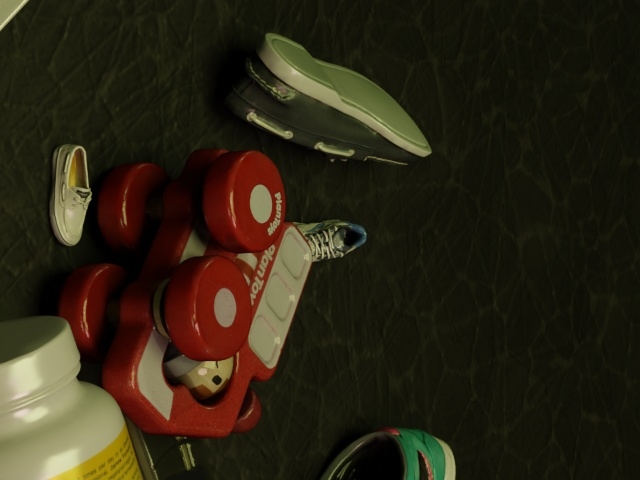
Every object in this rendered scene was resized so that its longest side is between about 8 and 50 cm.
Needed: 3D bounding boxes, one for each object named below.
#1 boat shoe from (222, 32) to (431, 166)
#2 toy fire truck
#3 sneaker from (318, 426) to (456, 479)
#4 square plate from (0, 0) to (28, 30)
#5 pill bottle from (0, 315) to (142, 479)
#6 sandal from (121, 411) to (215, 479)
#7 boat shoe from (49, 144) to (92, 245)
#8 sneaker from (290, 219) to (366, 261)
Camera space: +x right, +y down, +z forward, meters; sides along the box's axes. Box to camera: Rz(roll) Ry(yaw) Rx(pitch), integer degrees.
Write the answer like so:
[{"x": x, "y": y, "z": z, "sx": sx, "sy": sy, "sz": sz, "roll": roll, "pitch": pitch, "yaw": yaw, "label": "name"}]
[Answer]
[{"x": 0.009, "y": -0.141, "z": 1.865, "sx": 0.302, "sy": 0.091, "sz": 0.114, "roll": 26, "pitch": 26, "yaw": -44, "label": "boat shoe"}, {"x": -0.109, "y": 0.065, "z": 1.653, "sx": 0.254, "sy": 0.169, "sz": 0.302, "roll": 51, "pitch": 45, "yaw": -42, "label": "toy fire truck"}, {"x": 0.068, "y": 0.343, "z": 1.892, "sx": 0.178, "sy": 0.124, "sz": 0.295, "roll": 35, "pitch": 56, "yaw": -48, "label": "sneaker"}, {"x": -0.365, "y": -0.329, "z": 1.423, "sx": 0.347, "sy": 0.049, "sz": 0.344, "roll": -51, "pitch": 126, "yaw": -18, "label": "square plate"}, {"x": -0.248, "y": 0.247, "z": 1.490, "sx": 0.188, "sy": 0.188, "sz": 0.334, "roll": -30, "pitch": 112, "yaw": -45, "label": "pill bottle"}, {"x": -0.160, "y": 0.272, "z": 1.676, "sx": 0.120, "sy": 0.086, "sz": 0.303, "roll": 4, "pitch": 70, "yaw": -55, "label": "sandal"}, {"x": -0.241, "y": -0.045, "z": 1.617, "sx": 0.035, "sy": 0.035, "sz": 0.100, "roll": 2, "pitch": 87, "yaw": -49, "label": "boat shoe"}, {"x": 0.000, "y": 0.000, "z": 1.873, "sx": 0.135, "sy": 0.058, "sz": 0.052, "roll": -19, "pitch": 103, "yaw": -46, "label": "sneaker"}]
